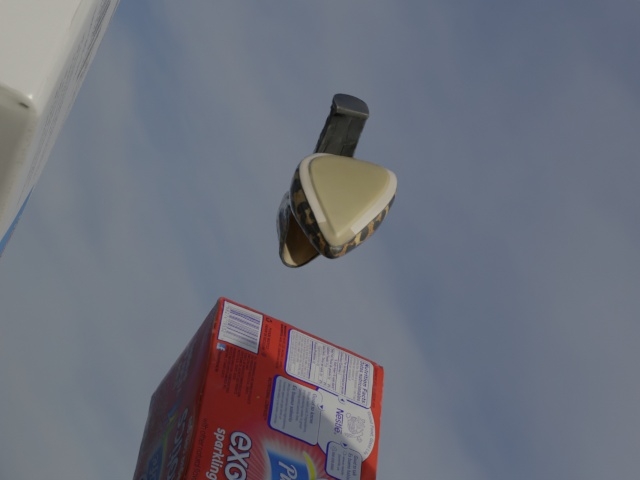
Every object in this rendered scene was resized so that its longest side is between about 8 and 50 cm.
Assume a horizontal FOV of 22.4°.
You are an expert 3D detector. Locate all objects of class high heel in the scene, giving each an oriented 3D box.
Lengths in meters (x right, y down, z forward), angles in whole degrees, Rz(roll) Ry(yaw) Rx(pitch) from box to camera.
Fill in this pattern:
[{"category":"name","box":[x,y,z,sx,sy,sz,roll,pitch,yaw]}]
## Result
[{"category":"high heel","box":[0.000,0.000,1.480,0.261,0.093,0.186,-84,-167,-60]}]

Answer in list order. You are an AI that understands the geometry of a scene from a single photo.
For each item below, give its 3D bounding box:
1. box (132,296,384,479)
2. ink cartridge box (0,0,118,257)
[{"category":"box","box":[-0.048,0.179,1.010,0.123,0.128,0.257,-54,-161,39]},{"category":"ink cartridge box","box":[-0.190,-0.174,0.916,0.285,0.166,0.395,125,-14,-54]}]
